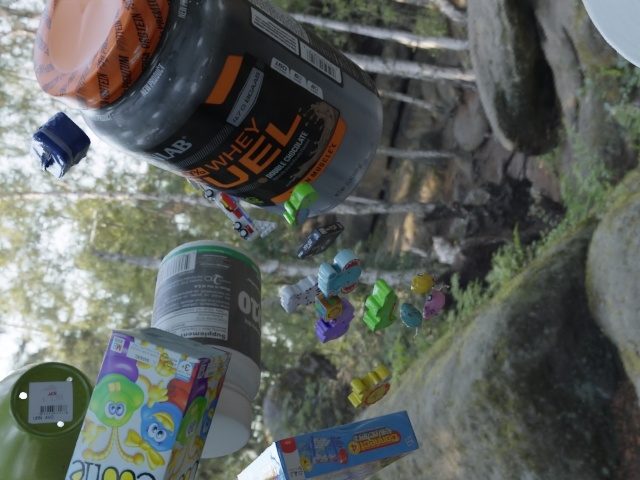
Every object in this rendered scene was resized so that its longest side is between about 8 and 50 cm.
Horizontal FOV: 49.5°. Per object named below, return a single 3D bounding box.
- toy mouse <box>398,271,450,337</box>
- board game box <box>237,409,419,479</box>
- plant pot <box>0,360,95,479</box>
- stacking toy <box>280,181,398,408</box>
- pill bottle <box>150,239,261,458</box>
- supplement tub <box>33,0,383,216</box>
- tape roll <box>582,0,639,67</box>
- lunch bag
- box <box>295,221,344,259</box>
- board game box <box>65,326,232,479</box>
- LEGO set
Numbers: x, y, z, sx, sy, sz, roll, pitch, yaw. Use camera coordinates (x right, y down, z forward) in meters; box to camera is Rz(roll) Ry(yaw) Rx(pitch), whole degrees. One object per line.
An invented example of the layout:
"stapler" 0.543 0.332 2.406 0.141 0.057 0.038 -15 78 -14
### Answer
"toy mouse" 0.209 0.135 1.388 0.031 0.161 0.143 21 109 44
"board game box" 0.009 0.483 1.512 0.302 0.309 0.086 -56 47 54
"plant pot" -0.520 0.342 1.309 0.293 0.275 0.274 -48 26 51
"stacking toy" 0.022 0.061 0.746 0.167 0.052 0.221 50 153 32
"pill bottle" -0.210 0.192 1.267 0.204 0.204 0.360 104 167 -47
"supplement tub" -0.104 -0.161 0.732 0.338 0.207 0.207 21 -103 -47
"tape roll" 0.317 -0.267 0.520 0.286 0.100 0.286 164 90 -72
"lunch bag" -0.390 -0.136 1.027 0.065 0.067 0.098 -50 8 -29
"box" 0.000 0.000 1.260 0.067 0.018 0.083 -50 -16 28
"board game box" -0.251 0.280 1.010 0.144 0.142 0.275 24 -97 -78
"LEGO set" -0.163 -0.094 1.005 0.244 0.060 0.182 52 177 -42
